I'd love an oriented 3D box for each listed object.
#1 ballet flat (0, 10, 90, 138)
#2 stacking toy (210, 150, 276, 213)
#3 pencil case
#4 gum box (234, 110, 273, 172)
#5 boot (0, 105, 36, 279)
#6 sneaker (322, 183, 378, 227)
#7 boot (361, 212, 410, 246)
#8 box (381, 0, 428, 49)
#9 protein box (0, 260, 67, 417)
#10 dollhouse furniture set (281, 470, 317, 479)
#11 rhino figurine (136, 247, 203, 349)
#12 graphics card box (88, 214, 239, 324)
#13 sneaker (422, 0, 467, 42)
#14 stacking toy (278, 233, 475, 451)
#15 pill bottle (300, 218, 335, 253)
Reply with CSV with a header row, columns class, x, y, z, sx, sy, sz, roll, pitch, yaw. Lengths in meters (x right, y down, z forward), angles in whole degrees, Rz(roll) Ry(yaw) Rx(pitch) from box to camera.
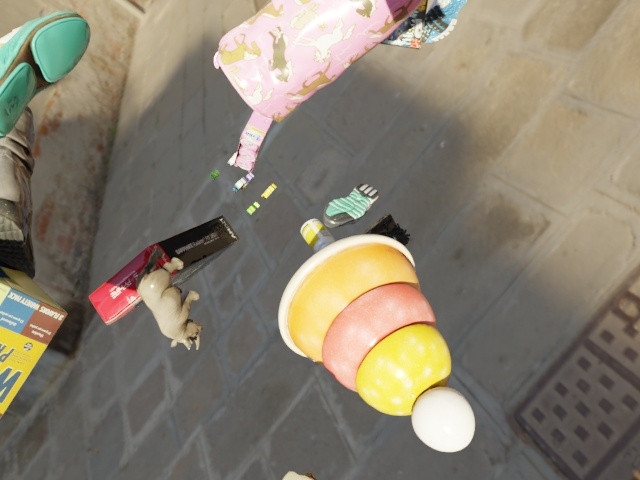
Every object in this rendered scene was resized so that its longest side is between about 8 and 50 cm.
class,x,y,z,sx,sy,sz,roll,pitch,yaw
ballet flat,-0.380,-0.217,0.834,0.087,0.083,0.247,10,47,9
stacking toy,-0.230,-0.178,2.038,0.052,0.167,0.221,-45,6,23
pencil case,0.007,-0.361,1.082,0.386,0.160,0.167,-38,65,17
gum box,-0.201,-0.292,2.001,0.188,0.062,0.107,124,170,-66
boot,-0.512,-0.070,1.105,0.338,0.118,0.223,-39,48,54
sneaker,0.073,-0.062,1.719,0.223,0.083,0.098,-34,-27,-47
boot,0.181,-0.007,1.870,0.121,0.099,0.045,-37,10,-1
box,0.169,-0.469,1.379,0.027,0.093,0.137,-88,5,-81
protein box,-0.498,0.130,0.939,0.199,0.136,0.201,22,79,47
dollhouse furniture set,-0.084,0.520,1.083,0.151,0.197,0.302,8,58,50
rhino figurine,-0.304,0.139,1.388,0.073,0.243,0.106,0,38,27
graphics card box,-0.383,0.065,1.707,0.232,0.094,0.371,-37,-2,25
sneaker,0.283,-0.533,1.553,0.191,0.071,0.083,-54,19,-4
stacking toy,0.149,0.242,1.400,0.351,0.350,0.480,-50,43,11
pill bottle,0.000,0.000,1.821,0.065,0.065,0.116,-48,52,14
